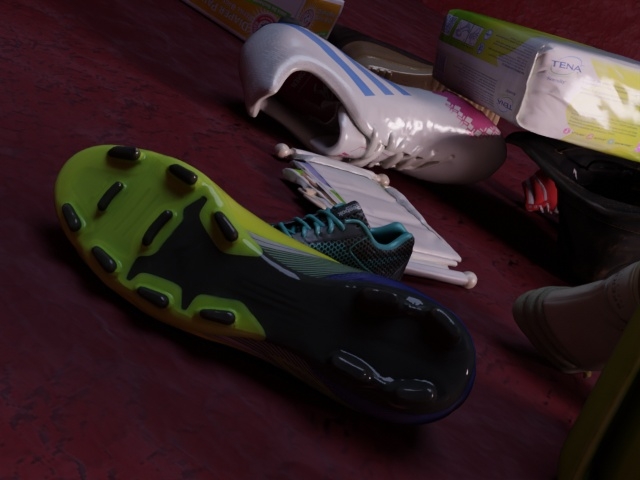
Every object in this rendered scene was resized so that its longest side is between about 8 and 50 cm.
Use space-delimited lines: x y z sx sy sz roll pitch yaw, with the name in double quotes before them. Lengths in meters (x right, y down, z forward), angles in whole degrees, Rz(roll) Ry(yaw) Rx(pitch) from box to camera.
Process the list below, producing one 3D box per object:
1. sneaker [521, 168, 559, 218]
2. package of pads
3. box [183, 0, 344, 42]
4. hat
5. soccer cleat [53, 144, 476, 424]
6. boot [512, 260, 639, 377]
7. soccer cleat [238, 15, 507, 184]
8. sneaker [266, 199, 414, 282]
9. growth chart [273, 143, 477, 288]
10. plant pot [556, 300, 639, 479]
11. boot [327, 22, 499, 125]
"sneaker" 0.303 -0.037 1.418 0.118 0.067 0.042 60 18 -1
"package of pads" 0.302 -0.168 1.261 0.296 0.101 0.229 10 17 -24
"box" -0.088 -0.336 1.528 0.203 0.103 0.114 36 20 20
"hat" 0.333 -0.021 1.236 0.331 0.134 0.331 16 20 -6
"soccer cleat" -0.039 0.034 0.698 0.289 0.093 0.121 27 -12 8
"boot" 0.280 0.082 0.895 0.213 0.077 0.165 27 -25 -24
"soccer cleat" 0.057 -0.116 1.188 0.331 0.116 0.143 23 40 -20
"sneaker" 0.000 0.000 0.815 0.166 0.076 0.065 15 22 -36
"growth chart" 0.044 -0.028 1.038 0.172 0.021 0.237 16 22 -32
"plant pot" 0.297 0.128 0.690 0.227 0.228 0.207 13 18 -38
"boot" 0.132 -0.248 1.629 0.248 0.090 0.207 18 23 -20
